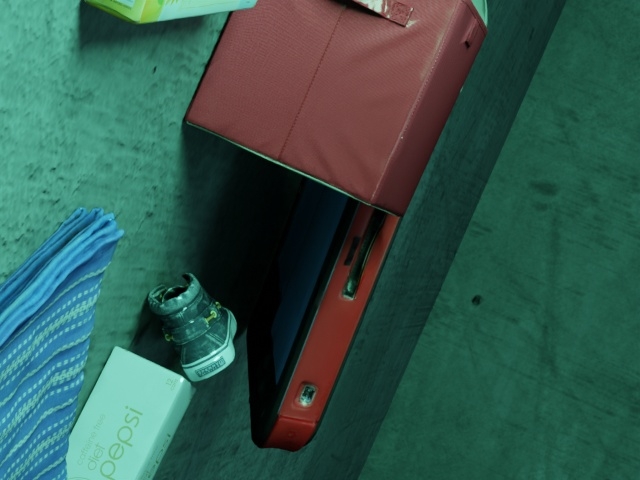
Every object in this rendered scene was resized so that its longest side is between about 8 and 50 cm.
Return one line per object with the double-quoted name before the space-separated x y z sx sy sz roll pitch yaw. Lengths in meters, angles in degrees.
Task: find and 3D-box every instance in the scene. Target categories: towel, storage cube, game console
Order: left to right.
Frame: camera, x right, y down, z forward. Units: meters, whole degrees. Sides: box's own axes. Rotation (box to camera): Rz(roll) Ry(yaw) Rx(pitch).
"towel" -0.239 0.156 1.253 0.243 0.040 0.336 -51 162 -50
"game console" 0.000 0.000 1.755 0.342 0.060 0.386 -110 -141 -66
"storage cube" 0.020 -0.146 1.463 0.193 0.184 0.215 -66 169 1

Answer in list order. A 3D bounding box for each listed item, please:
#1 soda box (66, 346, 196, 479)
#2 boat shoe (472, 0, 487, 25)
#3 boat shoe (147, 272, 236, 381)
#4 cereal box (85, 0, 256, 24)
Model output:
"soda box" -0.193 0.209 1.483 0.216 0.074 0.069 -64 169 -9
"boat shoe" 0.134 -0.268 2.049 0.116 0.099 0.319 62 28 -28
"boat shoe" -0.121 0.065 1.559 0.065 0.083 0.183 -27 -167 -3
"cereal box" -0.074 -0.244 1.169 0.173 0.047 0.240 -69 169 15
